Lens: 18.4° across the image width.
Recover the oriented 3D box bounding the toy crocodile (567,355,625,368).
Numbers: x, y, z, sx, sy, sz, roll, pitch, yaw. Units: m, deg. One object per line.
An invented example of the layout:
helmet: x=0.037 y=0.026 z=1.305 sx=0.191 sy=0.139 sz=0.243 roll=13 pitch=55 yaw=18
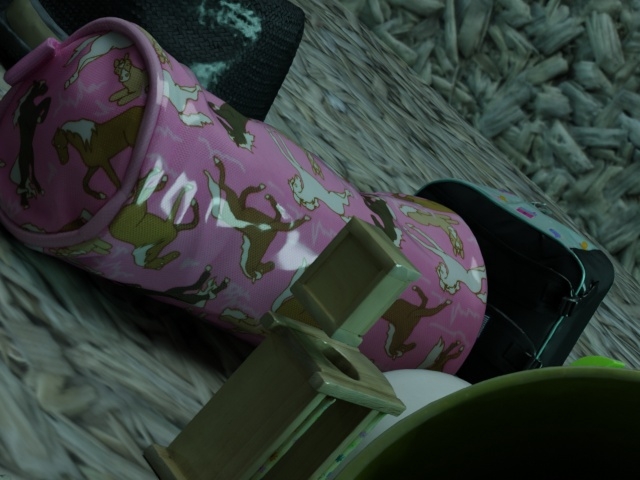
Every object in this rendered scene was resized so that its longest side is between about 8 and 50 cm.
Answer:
toy crocodile: x=0.307 y=0.239 z=1.685 sx=0.115 sy=0.105 sz=0.340 roll=26 pitch=20 yaw=-50

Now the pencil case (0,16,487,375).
pencil case: x=-0.048 y=-0.012 z=1.339 sx=0.167 sy=0.160 sz=0.386 roll=14 pitch=-9 yaw=42

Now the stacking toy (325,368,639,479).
stacking toy: x=0.217 y=0.194 z=1.298 sx=0.480 sy=0.350 sz=0.350 roll=21 pitch=18 yaw=-13

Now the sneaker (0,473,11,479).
sneaker: x=-0.166 y=0.117 z=0.669 sx=0.293 sy=0.102 sz=0.146 roll=38 pitch=14 yaw=-19

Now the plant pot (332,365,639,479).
plant pot: x=0.120 y=0.211 z=0.951 sx=0.275 sy=0.275 sz=0.293 roll=44 pitch=-4 yaw=10

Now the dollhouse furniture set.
dollhouse furniture set: x=0.029 y=0.115 z=1.080 sx=0.161 sy=0.182 sz=0.101 roll=50 pitch=14 yaw=32

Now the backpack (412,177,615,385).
backpack: x=0.148 y=0.037 z=1.737 sx=0.188 sy=0.166 sz=0.144 roll=33 pitch=16 yaw=20

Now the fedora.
fedora: x=-0.122 y=-0.179 z=1.635 sx=0.334 sy=0.152 sz=0.334 roll=35 pitch=13 yaw=-10
